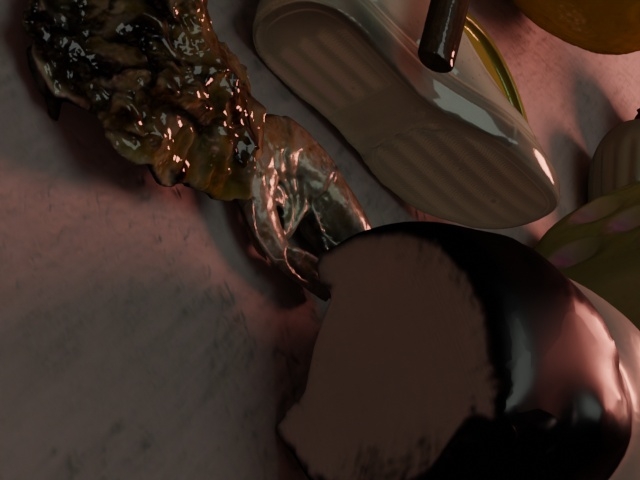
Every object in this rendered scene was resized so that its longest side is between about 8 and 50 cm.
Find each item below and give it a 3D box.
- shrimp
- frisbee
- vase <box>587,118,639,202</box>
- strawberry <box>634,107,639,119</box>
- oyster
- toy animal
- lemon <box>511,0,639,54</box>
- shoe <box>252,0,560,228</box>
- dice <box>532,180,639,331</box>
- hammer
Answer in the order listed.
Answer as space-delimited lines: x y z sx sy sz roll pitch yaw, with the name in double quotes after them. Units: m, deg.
0.000 0.000 1.015 0.223 0.047 0.126 52 39 -23 "shrimp"
0.172 -0.145 1.404 0.236 0.017 0.236 36 44 -45 "frisbee"
0.389 -0.027 1.592 0.128 0.128 0.248 43 48 -38 "vase"
0.550 -0.110 1.792 0.261 0.261 0.258 46 31 -36 "strawberry"
-0.106 -0.138 0.885 0.223 0.083 0.214 25 53 -50 "oyster"
0.140 0.132 0.978 0.310 0.251 0.251 22 54 -43 "toy animal"
0.362 -0.382 1.542 0.364 0.364 0.364 35 45 -45 "lemon"
0.086 -0.153 1.163 0.363 0.131 0.160 36 45 -34 "shoe"
0.371 0.084 1.359 0.252 0.254 0.250 63 31 -15 "dice"
0.135 -0.305 1.125 0.111 0.043 0.365 32 59 -33 "hammer"
